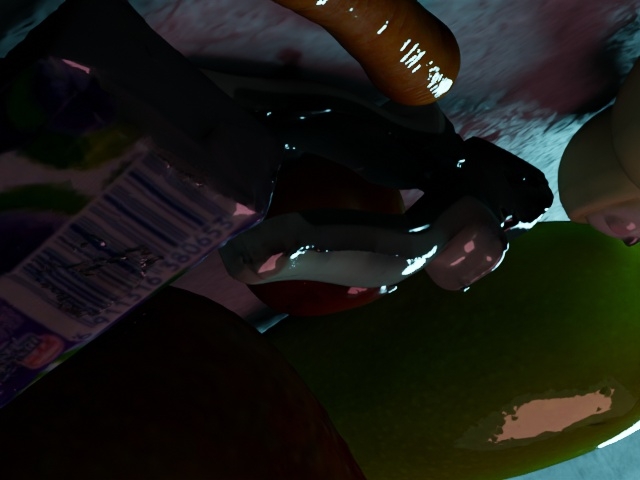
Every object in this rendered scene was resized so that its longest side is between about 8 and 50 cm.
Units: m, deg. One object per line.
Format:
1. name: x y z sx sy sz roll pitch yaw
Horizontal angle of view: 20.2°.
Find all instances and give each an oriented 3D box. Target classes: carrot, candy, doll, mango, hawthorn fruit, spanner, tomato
1. carrot: 0.014 -0.083 0.649 0.037 0.037 0.190 -29 164 12
2. candy: -0.147 0.029 0.628 0.312 0.088 0.061 -36 -153 32
3. doll: 0.210 -0.050 0.976 0.141 0.117 0.296 -14 164 -16
4. mango: 0.070 0.084 1.145 0.343 0.156 0.192 -19 172 15
5. hawthorn fruit: -0.089 0.193 0.841 0.285 0.369 0.285 -31 -158 14
6. spanner: 0.036 -0.023 0.783 0.040 0.095 0.325 -32 166 24
7. tomato: 0.000 0.000 0.856 0.087 0.075 0.087 -25 171 -4
